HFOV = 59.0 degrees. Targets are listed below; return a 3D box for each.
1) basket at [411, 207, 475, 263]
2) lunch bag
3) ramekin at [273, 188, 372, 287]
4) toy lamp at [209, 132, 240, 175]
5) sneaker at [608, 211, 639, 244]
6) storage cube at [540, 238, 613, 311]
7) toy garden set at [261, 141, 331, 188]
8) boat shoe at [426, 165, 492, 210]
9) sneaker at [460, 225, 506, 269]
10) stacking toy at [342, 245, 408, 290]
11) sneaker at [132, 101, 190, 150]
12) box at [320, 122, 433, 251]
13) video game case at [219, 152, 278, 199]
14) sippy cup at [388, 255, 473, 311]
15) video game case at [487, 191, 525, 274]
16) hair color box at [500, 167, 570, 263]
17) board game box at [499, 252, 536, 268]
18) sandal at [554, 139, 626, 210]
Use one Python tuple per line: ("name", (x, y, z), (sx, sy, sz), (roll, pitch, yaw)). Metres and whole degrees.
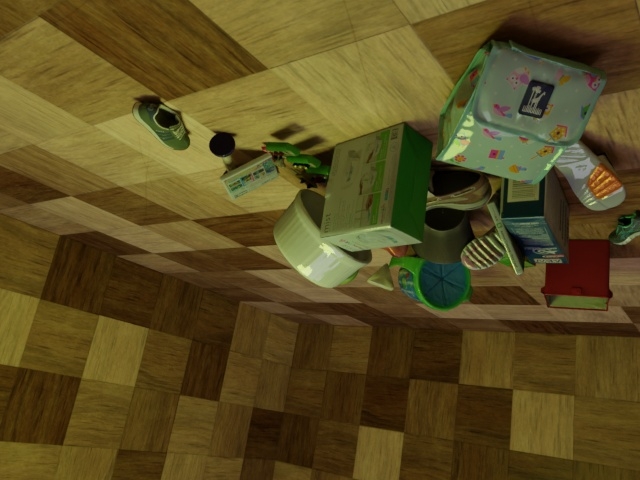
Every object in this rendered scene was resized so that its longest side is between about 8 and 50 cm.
("basket", (0.371, -0.039, 1.705), (0.204, 0.154, 0.227), (4, 158, 13))
("lunch bag", (0.362, -0.243, 1.054), (0.223, 0.160, 0.262), (14, 151, -5))
("ramekin", (0.000, 0.000, 1.569), (0.135, 0.277, 0.277), (-44, 137, 19))
("toy lamp", (-0.257, -0.210, 1.612), (0.080, 0.080, 0.274), (8, 160, 5))
("sneaker", (0.868, -0.041, 1.602), (0.076, 0.065, 0.166), (28, 157, -3))
("storage cube", (0.842, 0.114, 1.857), (0.215, 0.193, 0.184), (2, 161, 26))
("toy garden set", (-0.052, -0.190, 1.523), (0.244, 0.049, 0.204), (25, 175, -34))
("boat shoe", (0.279, -0.144, 1.488), (0.324, 0.123, 0.116), (-6, 155, 17))
("sneaker", (0.527, 0.004, 1.709), (0.095, 0.236, 0.104), (52, -177, 5))
("stacking toy", (0.134, -0.006, 1.731), (0.309, 0.279, 0.130), (10, 156, -5))
("sneaker", (-0.383, -0.288, 1.443), (0.086, 0.064, 0.192), (4, 159, 32))
("box", (0.132, -0.121, 1.375), (0.127, 0.262, 0.231), (24, 157, -39))
("video game case", (-0.200, -0.182, 1.617), (0.157, 0.019, 0.143), (-27, 162, -5))
("sippy cup", (0.417, 0.147, 2.173), (0.240, 0.305, 0.224), (-31, -172, -19))
("video game case", (0.492, -0.025, 1.484), (0.023, 0.193, 0.212), (-22, -177, 24))
("hair color box", (0.559, -0.071, 1.452), (0.105, 0.174, 0.347), (-2, 159, 33))
("board game box", (0.670, 0.053, 2.001), (0.181, 0.043, 0.092), (21, 160, -32))
("sandal", (0.606, -0.175, 1.289), (0.265, 0.076, 0.102), (42, 141, -23))
